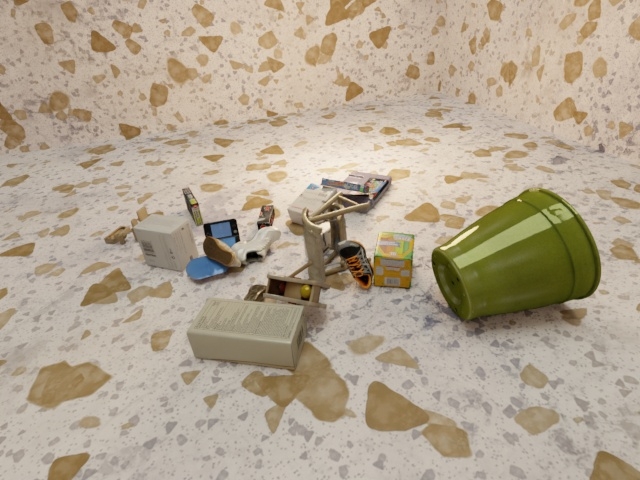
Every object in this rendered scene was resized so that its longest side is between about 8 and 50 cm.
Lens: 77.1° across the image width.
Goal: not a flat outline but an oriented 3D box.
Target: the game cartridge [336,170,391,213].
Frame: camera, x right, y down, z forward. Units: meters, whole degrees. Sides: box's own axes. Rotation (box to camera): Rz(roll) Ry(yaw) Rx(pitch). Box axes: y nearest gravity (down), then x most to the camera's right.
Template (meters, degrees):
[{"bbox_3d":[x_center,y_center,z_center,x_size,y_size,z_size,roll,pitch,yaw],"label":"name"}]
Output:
[{"bbox_3d":[0.198,-0.251,2.005,0.230,0.068,0.355,8,34,27],"label":"game cartridge"}]

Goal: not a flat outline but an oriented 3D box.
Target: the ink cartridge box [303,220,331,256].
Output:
[{"bbox_3d":[0.000,0.000,1.594,0.056,0.099,0.135,21,42,33],"label":"ink cartridge box"}]

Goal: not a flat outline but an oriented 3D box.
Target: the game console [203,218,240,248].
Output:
[{"bbox_3d":[-0.418,-0.022,1.701,0.144,0.124,0.085,-11,6,-10],"label":"game console"}]

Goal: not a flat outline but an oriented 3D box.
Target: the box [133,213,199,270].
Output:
[{"bbox_3d":[-0.605,0.006,1.584,0.182,0.180,0.119,8,35,19],"label":"box"}]

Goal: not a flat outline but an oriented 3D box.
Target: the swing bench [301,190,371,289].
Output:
[{"bbox_3d":[0.040,-0.005,1.453,0.255,0.253,0.165,-28,39,-33],"label":"swing bench"}]

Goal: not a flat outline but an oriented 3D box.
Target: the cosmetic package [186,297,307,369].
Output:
[{"bbox_3d":[-0.209,0.269,1.186,0.310,0.113,0.160,3,33,13],"label":"cosmetic package"}]

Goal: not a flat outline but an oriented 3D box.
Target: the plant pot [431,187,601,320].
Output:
[{"bbox_3d":[0.549,0.072,1.227,0.353,0.366,0.366,-21,34,-3],"label":"plant pot"}]

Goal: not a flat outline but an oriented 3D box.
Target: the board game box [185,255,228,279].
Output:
[{"bbox_3d":[-0.427,0.108,1.543,0.169,0.033,0.133,-16,38,-15],"label":"board game box"}]

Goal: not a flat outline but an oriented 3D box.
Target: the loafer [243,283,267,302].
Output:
[{"bbox_3d":[-0.223,0.193,1.369,0.056,0.050,0.148,8,19,13],"label":"loafer"}]

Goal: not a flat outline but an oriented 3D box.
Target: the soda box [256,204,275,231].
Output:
[{"bbox_3d":[-0.246,-0.100,1.824,0.060,0.053,0.168,-3,32,3],"label":"soda box"}]

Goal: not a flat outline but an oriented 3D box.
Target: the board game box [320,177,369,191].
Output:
[{"bbox_3d":[0.117,-0.254,1.865,0.202,0.035,0.136,12,8,15],"label":"board game box"}]

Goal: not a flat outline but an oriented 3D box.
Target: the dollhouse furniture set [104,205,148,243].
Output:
[{"bbox_3d":[-0.871,-0.070,1.793,0.152,0.123,0.144,5,34,15],"label":"dollhouse furniture set"}]

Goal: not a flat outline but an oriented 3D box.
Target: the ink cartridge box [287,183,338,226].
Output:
[{"bbox_3d":[-0.031,-0.159,1.825,0.148,0.085,0.203,17,52,30],"label":"ink cartridge box"}]

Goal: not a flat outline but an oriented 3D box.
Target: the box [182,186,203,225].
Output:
[{"bbox_3d":[-0.610,-0.165,1.917,0.036,0.114,0.207,-19,35,-21],"label":"box"}]

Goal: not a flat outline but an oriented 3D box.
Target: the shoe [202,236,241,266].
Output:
[{"bbox_3d":[-0.383,0.048,1.549,0.219,0.076,0.058,30,4,40],"label":"shoe"}]

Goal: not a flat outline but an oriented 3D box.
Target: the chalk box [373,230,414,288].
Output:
[{"bbox_3d":[0.267,0.053,1.445,0.133,0.131,0.213,4,33,12],"label":"chalk box"}]

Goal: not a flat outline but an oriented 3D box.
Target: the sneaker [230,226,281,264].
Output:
[{"bbox_3d":[-0.238,0.031,1.605,0.232,0.090,0.115,-35,49,-25],"label":"sneaker"}]

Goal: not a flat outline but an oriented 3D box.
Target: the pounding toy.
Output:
[{"bbox_3d":[-0.087,0.126,1.295,0.154,0.154,0.270,18,-11,-38],"label":"pounding toy"}]

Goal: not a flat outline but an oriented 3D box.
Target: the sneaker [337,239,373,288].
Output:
[{"bbox_3d":[0.126,0.080,1.364,0.084,0.215,0.083,-22,38,24],"label":"sneaker"}]
